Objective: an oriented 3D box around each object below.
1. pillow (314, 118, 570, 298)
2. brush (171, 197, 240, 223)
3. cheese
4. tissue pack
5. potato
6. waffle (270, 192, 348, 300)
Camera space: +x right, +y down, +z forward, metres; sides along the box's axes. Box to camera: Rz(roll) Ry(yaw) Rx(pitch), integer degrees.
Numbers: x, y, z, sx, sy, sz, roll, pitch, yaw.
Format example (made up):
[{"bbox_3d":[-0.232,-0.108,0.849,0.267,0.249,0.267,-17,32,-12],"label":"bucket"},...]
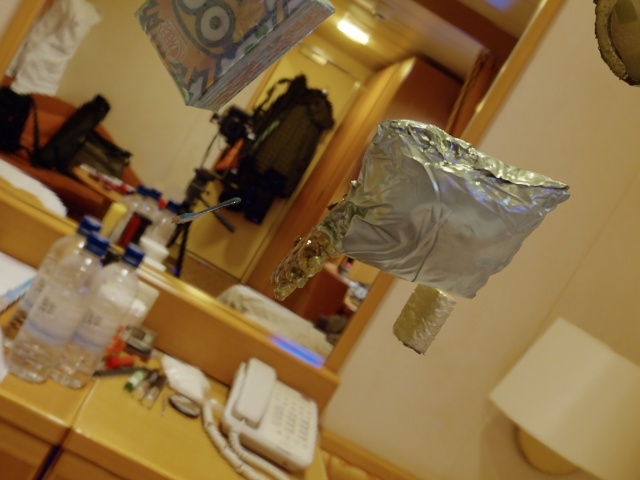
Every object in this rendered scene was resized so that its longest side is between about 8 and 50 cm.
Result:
[{"bbox_3d":[0.173,-0.044,1.161,0.310,0.283,0.138,21,48,-14],"label":"pillow"},{"bbox_3d":[-0.230,-0.060,1.567,0.164,0.014,0.051,-16,-4,25],"label":"brush"},{"bbox_3d":[0.263,0.194,1.985,0.094,0.167,0.123,28,7,-28],"label":"cheese"},{"bbox_3d":[-0.163,-0.414,1.395,0.228,0.311,0.128,60,24,14],"label":"tissue pack"},{"bbox_3d":[0.733,-0.464,1.687,0.242,0.243,0.285,23,44,-64],"label":"potato"},{"bbox_3d":[0.000,0.000,1.673,0.068,0.325,0.302,45,-19,-6],"label":"waffle"}]
